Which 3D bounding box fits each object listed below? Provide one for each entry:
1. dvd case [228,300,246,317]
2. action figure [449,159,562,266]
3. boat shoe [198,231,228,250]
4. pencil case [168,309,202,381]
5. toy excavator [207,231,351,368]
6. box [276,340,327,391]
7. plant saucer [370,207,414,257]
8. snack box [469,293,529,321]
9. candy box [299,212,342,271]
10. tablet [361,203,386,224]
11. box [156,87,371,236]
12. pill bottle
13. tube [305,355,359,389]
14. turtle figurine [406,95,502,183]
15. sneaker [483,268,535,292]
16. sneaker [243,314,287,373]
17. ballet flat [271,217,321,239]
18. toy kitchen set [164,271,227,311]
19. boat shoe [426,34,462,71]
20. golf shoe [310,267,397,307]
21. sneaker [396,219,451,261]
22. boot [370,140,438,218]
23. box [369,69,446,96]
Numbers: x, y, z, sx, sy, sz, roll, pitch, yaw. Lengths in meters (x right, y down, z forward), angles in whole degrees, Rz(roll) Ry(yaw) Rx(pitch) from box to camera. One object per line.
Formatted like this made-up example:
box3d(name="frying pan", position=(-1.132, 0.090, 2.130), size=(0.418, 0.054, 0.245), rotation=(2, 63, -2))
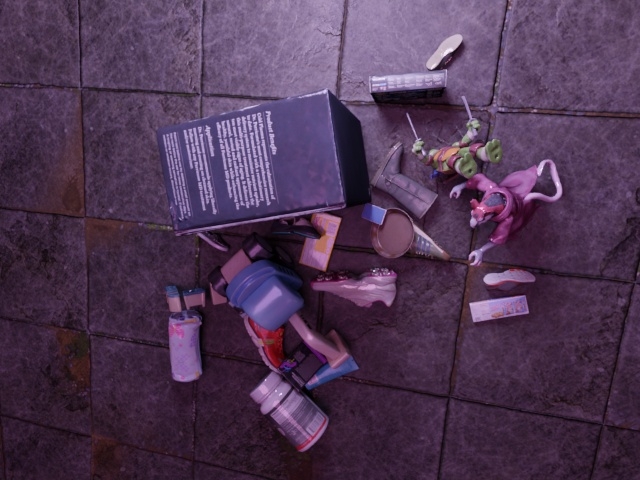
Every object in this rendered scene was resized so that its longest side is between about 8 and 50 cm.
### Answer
box3d(name="dvd case", position=(-0.286, 0.231, 1.607), size=(0.119, 0.013, 0.087), rotation=(-44, 89, 15))
box3d(name="action figure", position=(0.532, -0.086, 1.188), size=(0.276, 0.370, 0.248), rotation=(-24, 80, 35))
box3d(name="boat shoe", position=(-0.401, -0.010, 1.572), size=(0.142, 0.049, 0.040), rotation=(32, 104, 7))
box3d(name="pencil case", position=(-0.525, 0.410, 1.640), size=(0.124, 0.113, 0.273), rotation=(1, 100, -8))
box3d(name="toy excavator", position=(-0.114, 0.240, 1.437), size=(0.222, 0.433, 0.445), rotation=(-42, 62, 8))
box3d(name="box", position=(-0.066, 0.455, 1.544), size=(0.116, 0.029, 0.162), rotation=(47, 66, 1))
box3d(name="plant saucer", position=(0.245, -0.024, 1.407), size=(0.168, 0.029, 0.168), rotation=(-5, 83, 41))
box3d(name="snack box", position=(0.600, 0.228, 1.410), size=(0.178, 0.022, 0.064), rotation=(-13, 96, 14))
box3d(name="candy box", position=(0.000, 0.000, 1.497), size=(0.105, 0.027, 0.205), rotation=(20, 103, 12))
box3d(name="tablet", position=(0.183, -0.092, 1.436), size=(0.083, 0.006, 0.054), rotation=(25, 104, 32))
box3d(name="box", position=(-0.125, -0.207, 1.244), size=(0.472, 0.480, 0.297), rotation=(-7, 95, 15))
box3d(name="pill bottle", position=(-0.120, 0.625, 1.564), size=(0.283, 0.161, 0.161), rotation=(45, 105, 2))
box3d(name="tube", position=(0.035, 0.491, 1.568), size=(0.207, 0.052, 0.080), rotation=(-29, 99, 10))
box3d(name="turtle figurine", position=(0.383, -0.294, 1.230), size=(0.198, 0.266, 0.274), rotation=(3, 108, -20))
box3d(name="sneaker", position=(0.621, 0.138, 1.382), size=(0.158, 0.061, 0.064), rotation=(-5, 126, 14))
box3d(name="sneaker", position=(-0.177, 0.373, 1.565), size=(0.118, 0.107, 0.279), rotation=(-32, 94, 8))
box3d(name="ballet flat", position=(-0.085, -0.047, 1.473), size=(0.203, 0.074, 0.074), rotation=(7, 102, 29))
box3d(name="toy kitchen set", position=(-0.488, 0.182, 1.619), size=(0.207, 0.166, 0.122), rotation=(-9, 100, -23))
box3d(name="boat shoe", position=(0.388, -0.581, 1.306), size=(0.133, 0.042, 0.049), rotation=(-46, 63, 15))
box3d(name="golf shoe", position=(0.115, 0.174, 1.462), size=(0.306, 0.115, 0.140), rotation=(-3, 102, 14))
box3d(name="sneaker", position=(0.340, 0.020, 1.410), size=(0.192, 0.064, 0.086), rotation=(43, 106, 8))
box3d(name="boot", position=(0.292, -0.196, 1.376), size=(0.209, 0.076, 0.189), rotation=(34, 119, 12))
box3d(name="box", position=(0.267, -0.468, 1.282), size=(0.220, 0.175, 0.051), rotation=(0, 99, 13))
